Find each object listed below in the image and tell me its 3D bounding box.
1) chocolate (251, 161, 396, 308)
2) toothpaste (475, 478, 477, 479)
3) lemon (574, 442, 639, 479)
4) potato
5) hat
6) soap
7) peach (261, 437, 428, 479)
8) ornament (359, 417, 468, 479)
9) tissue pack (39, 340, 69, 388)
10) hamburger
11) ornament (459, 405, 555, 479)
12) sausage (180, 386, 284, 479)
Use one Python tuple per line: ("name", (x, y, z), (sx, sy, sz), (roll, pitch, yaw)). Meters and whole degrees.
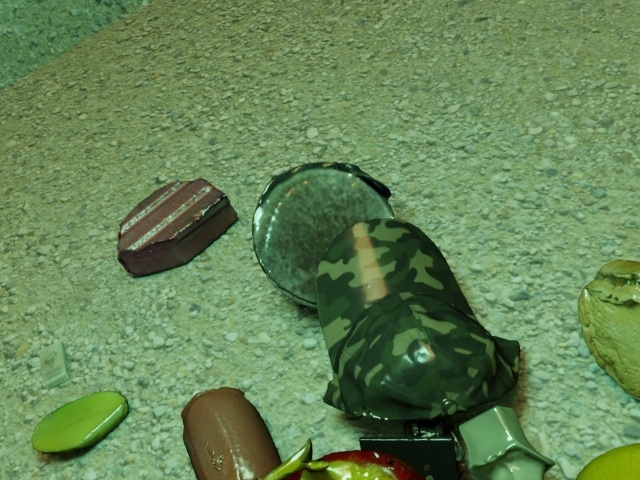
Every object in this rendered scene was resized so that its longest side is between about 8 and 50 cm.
("chocolate", (0.000, 0.000, 1.629), (0.304, 0.213, 0.303), (1, 81, -8))
("toothpaste", (0.259, 0.414, 1.243), (0.056, 0.036, 0.205), (15, 55, 12))
("lemon", (0.463, 0.388, 1.048), (0.254, 0.228, 0.228), (-3, 46, 10))
("potato", (-0.477, 0.372, 1.571), (0.198, 0.054, 0.119), (-32, 43, -17))
("hat", (0.149, 0.123, 1.385), (0.367, 0.257, 0.381), (-17, 80, -10))
("soap", (-0.364, -0.030, 1.882), (0.289, 0.112, 0.182), (-41, 45, -19))
("peach", (0.020, 0.494, 1.065), (0.335, 0.310, 0.406), (25, 67, 43))
("ornament", (0.175, 0.342, 1.324), (0.167, 0.153, 0.196), (-4, 22, 18))
("tissue pack", (-0.592, 0.275, 1.733), (0.056, 0.023, 0.108), (-27, 42, -5))
("hamburger", (0.541, 0.150, 1.245), (0.146, 0.243, 0.286), (-34, 60, -15))
("ornament", (0.294, 0.387, 1.167), (0.130, 0.120, 0.285), (-24, 51, 34))
("sausage", (-0.153, 0.374, 1.368), (0.152, 0.152, 0.279), (-28, 46, -6))
